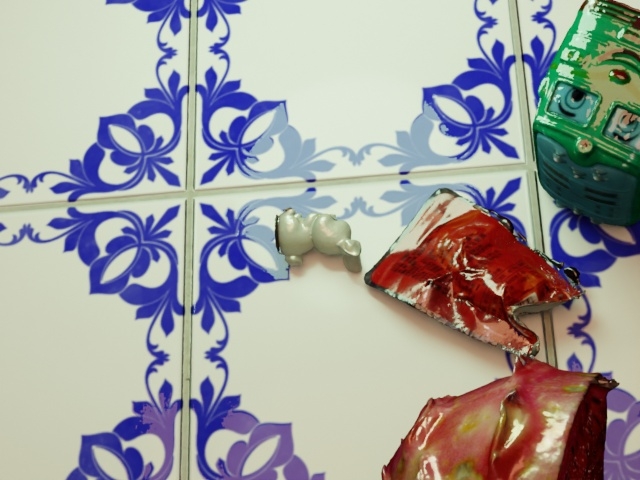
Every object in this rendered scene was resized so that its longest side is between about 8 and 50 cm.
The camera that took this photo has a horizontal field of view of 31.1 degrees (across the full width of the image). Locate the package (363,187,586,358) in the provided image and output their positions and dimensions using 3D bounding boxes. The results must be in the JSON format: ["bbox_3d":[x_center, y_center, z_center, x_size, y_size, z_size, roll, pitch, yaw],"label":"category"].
[{"bbox_3d":[0.214,0.046,1.567,0.269,0.071,0.194,35,62,24],"label":"package"}]

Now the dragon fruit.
[{"bbox_3d":[0.192,0.307,1.299,0.249,0.386,0.371,7,91,23],"label":"dragon fruit"}]

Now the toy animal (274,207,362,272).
[{"bbox_3d":[0.000,-0.006,1.616,0.124,0.071,0.085,0,67,8],"label":"toy animal"}]

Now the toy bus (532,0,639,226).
[{"bbox_3d":[0.374,-0.146,1.481,0.183,0.343,0.199,28,85,18],"label":"toy bus"}]
